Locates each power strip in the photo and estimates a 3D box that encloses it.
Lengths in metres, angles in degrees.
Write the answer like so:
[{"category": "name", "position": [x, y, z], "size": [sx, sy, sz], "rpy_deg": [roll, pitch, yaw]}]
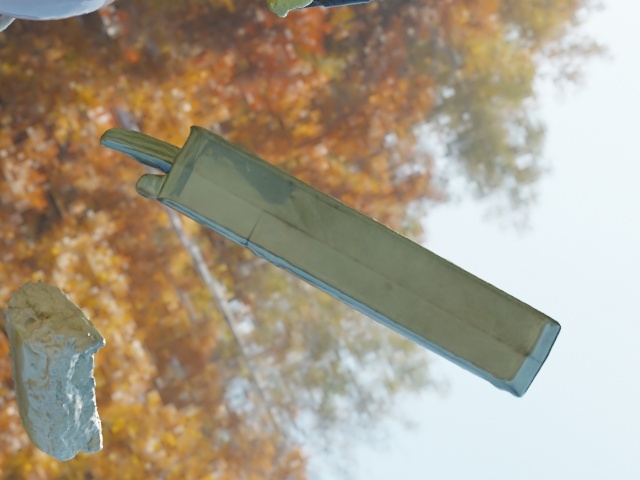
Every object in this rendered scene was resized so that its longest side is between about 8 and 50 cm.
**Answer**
[{"category": "power strip", "position": [0.000, 0.000, 0.879], "size": [0.053, 0.288, 0.093], "rpy_deg": [-61, 174, 2]}]

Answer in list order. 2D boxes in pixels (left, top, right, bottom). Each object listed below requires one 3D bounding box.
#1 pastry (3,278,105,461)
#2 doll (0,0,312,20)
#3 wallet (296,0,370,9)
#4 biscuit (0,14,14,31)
[{"category": "pastry", "position": [-0.293, 0.149, 1.690], "size": [0.089, 0.121, 0.258], "rpy_deg": [-18, 147, -22]}, {"category": "doll", "position": [-0.183, -0.121, 0.530], "size": [0.365, 0.094, 0.160], "rpy_deg": [-11, -133, -17]}, {"category": "wallet", "position": [0.030, -0.246, 1.439], "size": [0.156, 0.018, 0.082], "rpy_deg": [-5, -140, 18]}, {"category": "biscuit", "position": [-0.368, -0.248, 1.135], "size": [0.359, 0.359, 0.046], "rpy_deg": [-25, 161, -4]}]
